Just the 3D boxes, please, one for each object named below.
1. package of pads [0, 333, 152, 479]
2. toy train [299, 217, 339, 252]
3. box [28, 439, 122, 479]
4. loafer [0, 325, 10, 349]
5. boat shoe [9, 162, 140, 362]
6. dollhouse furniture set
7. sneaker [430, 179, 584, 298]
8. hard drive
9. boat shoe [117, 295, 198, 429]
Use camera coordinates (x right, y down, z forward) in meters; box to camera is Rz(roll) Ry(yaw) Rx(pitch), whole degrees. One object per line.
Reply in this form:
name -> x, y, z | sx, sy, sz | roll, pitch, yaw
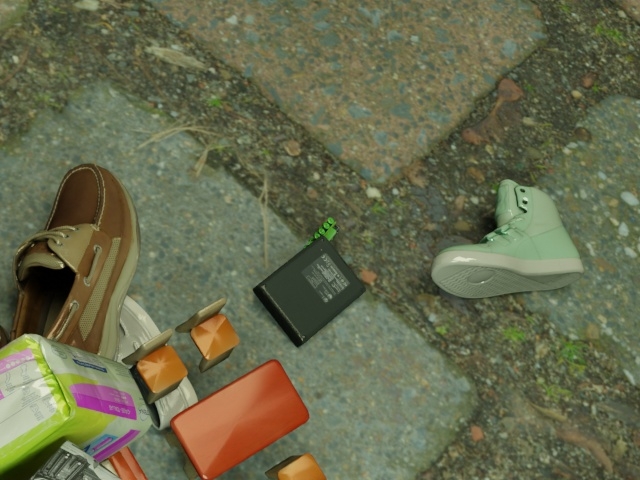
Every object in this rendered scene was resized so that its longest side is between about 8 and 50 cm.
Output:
package of pads -> -0.338, 0.210, 1.524 | 0.297, 0.229, 0.101 | -31, 74, 7
toy train -> 0.000, 0.000, 2.067 | 0.024, 0.017, 0.083 | 43, 49, -4
box -> -0.310, 0.357, 1.460 | 0.076, 0.307, 0.242 | 36, 48, 7
loafer -> -0.510, 0.098, 1.673 | 0.366, 0.130, 0.133 | 5, 54, -22
boat shoe -> -0.291, 0.034, 1.810 | 0.116, 0.123, 0.324 | 41, 36, -42
dollhouse furniture set -> -0.131, 0.224, 1.724 | 0.259, 0.135, 0.262 | -30, 85, -27
sneaker -> 0.235, -0.007, 2.131 | 0.256, 0.094, 0.151 | 0, 61, -37
hard drive -> -0.013, 0.063, 1.997 | 0.094, 0.022, 0.135 | 52, 50, 0
boat shoe -> -0.218, 0.142, 1.832 | 0.063, 0.066, 0.184 | -25, 79, -38
